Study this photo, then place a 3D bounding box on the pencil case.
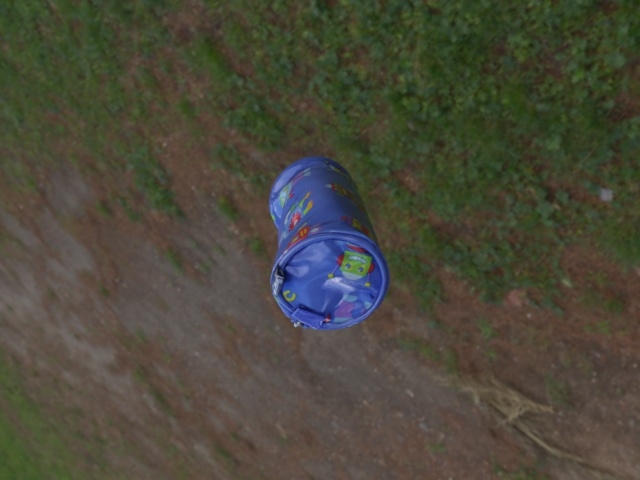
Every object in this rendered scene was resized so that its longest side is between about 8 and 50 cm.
[{"bbox_3d":[0.000,0.000,1.051,0.119,0.133,0.306,32,-165,-15],"label":"pencil case"}]
